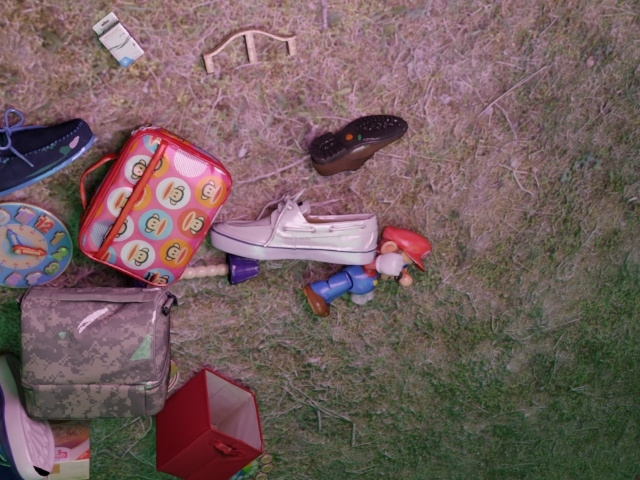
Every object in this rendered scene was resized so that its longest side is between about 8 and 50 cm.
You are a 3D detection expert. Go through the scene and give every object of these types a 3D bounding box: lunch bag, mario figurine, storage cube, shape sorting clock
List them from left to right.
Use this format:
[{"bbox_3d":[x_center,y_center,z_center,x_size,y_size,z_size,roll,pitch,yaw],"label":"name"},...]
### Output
[{"bbox_3d":[-0.607,0.014,1.267,0.206,0.040,0.206,-9,123,-15],"label":"shape sorting clock"},{"bbox_3d":[-0.457,0.213,1.313,0.304,0.213,0.256,3,122,-4],"label":"lunch bag"},{"bbox_3d":[-0.344,-0.078,1.251,0.258,0.120,0.293,28,99,-25],"label":"lunch bag"},{"bbox_3d":[-0.279,0.472,1.575,0.193,0.215,0.183,-41,126,15],"label":"storage cube"},{"bbox_3d":[0.128,0.098,1.507,0.320,0.198,0.170,-30,114,5],"label":"mario figurine"}]

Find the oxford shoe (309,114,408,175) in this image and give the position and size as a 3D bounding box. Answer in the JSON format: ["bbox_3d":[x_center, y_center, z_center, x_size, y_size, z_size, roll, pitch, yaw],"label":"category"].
[{"bbox_3d":[0.085,-0.206,1.377,0.227,0.083,0.096,-22,145,-6],"label":"oxford shoe"}]

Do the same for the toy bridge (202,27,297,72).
[{"bbox_3d":[-0.135,-0.373,1.211,0.188,0.026,0.063,-16,123,-11],"label":"toy bridge"}]

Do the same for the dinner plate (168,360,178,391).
[{"bbox_3d":[-0.421,0.333,1.550,0.141,0.017,0.141,-10,124,-15],"label":"dinner plate"}]

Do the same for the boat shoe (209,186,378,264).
[{"bbox_3d":[-0.053,-0.043,1.362,0.366,0.136,0.157,5,108,-1],"label":"boat shoe"}]

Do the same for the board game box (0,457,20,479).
[{"bbox_3d":[-0.829,0.681,1.537,0.291,0.141,0.232,-34,126,2],"label":"board game box"}]

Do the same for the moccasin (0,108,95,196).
[{"bbox_3d":[-0.580,-0.147,1.120,0.341,0.138,0.117,-25,121,-5],"label":"moccasin"}]

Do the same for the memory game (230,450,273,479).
[{"bbox_3d":[-0.226,0.667,1.833,0.186,0.012,0.186,-9,123,-15],"label":"memory game"}]

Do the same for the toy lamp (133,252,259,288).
[{"bbox_3d":[-0.275,0.070,1.403,0.274,0.080,0.080,-7,122,-18],"label":"toy lamp"}]

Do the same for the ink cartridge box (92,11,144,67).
[{"bbox_3d":[-0.363,-0.359,1.132,0.048,0.028,0.083,-37,125,4],"label":"ink cartridge box"}]

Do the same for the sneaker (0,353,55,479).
[{"bbox_3d":[-0.706,0.412,1.309,0.236,0.323,0.130,-32,144,-8],"label":"sneaker"}]

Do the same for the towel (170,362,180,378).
[{"bbox_3d":[-0.389,0.325,1.541,0.083,0.009,0.060,-46,125,10],"label":"towel"}]

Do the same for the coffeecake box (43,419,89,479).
[{"bbox_3d":[-0.608,0.464,1.457,0.142,0.185,0.068,0,120,-21],"label":"coffeecake box"}]
